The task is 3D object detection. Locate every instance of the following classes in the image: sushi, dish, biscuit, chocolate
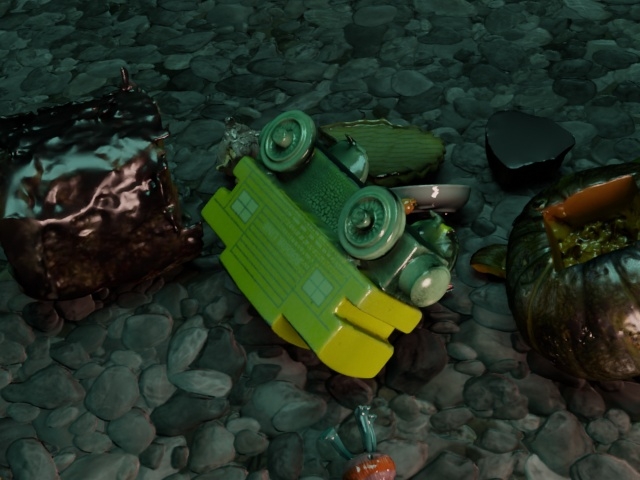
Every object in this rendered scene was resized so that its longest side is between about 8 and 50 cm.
[{"bbox_3d":[-0.363,-0.078,1.634,0.294,0.281,0.299,-19,54,-9],"label":"sushi"},{"bbox_3d":[0.170,-0.044,1.652,0.141,0.141,0.078,-1,87,0],"label":"dish"},{"bbox_3d":[0.118,-0.153,1.777,0.187,0.036,0.273,-10,27,-13],"label":"biscuit"},{"bbox_3d":[0.339,-0.138,1.725,0.148,0.080,0.125,16,58,16],"label":"chocolate"}]

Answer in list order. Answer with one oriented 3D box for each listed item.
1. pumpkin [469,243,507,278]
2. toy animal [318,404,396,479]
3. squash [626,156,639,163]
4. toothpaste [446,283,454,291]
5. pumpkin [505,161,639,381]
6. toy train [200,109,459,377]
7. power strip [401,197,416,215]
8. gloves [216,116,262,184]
[{"bbox_3d":[0.281,0.033,1.578,0.101,0.035,0.073,6,32,21],"label":"pumpkin"},{"bbox_3d":[0.072,0.301,1.265,0.103,0.100,0.208,8,40,-43],"label":"toy animal"},{"bbox_3d":[0.518,-0.100,1.657,0.258,0.069,0.069,-26,44,-19],"label":"squash"},{"bbox_3d":[0.129,0.026,1.608,0.071,0.045,0.193,-27,49,-7],"label":"toothpaste"},{"bbox_3d":[0.397,0.033,1.404,0.320,0.192,0.321,-19,42,18],"label":"pumpkin"},{"bbox_3d":[0.000,0.000,1.503,0.272,0.179,0.442,-52,46,9],"label":"toy train"},{"bbox_3d":[0.074,-0.024,1.612,0.178,0.049,0.028,-27,55,27],"label":"power strip"},{"bbox_3d":[-0.118,-0.157,1.813,0.144,0.110,0.094,3,25,-31],"label":"gloves"}]
